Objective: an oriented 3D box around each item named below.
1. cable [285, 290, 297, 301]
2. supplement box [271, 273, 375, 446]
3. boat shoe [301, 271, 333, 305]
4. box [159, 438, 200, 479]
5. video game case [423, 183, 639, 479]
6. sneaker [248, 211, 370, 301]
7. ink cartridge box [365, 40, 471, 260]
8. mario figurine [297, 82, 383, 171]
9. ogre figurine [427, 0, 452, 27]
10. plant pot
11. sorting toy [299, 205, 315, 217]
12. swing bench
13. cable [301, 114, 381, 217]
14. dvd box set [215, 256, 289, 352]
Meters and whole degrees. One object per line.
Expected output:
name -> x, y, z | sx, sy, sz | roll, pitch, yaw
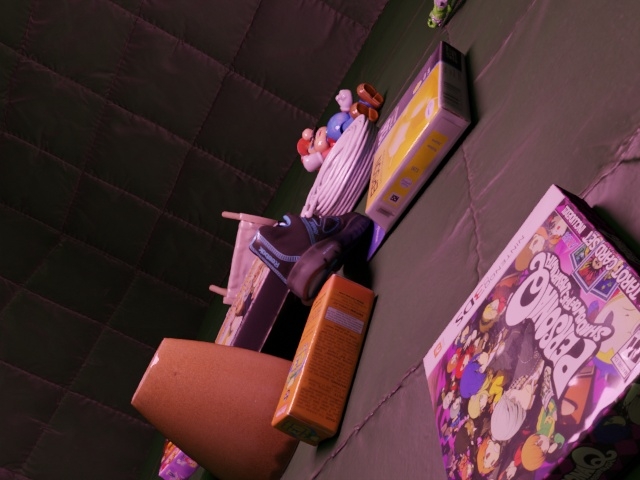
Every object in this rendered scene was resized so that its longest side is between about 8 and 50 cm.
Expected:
cable -> -0.041, 0.091, 1.496 | 0.287, 0.072, 0.139 | 106, 180, -78
supplement box -> 0.008, 0.169, 0.916 | 0.078, 0.080, 0.233 | -52, 16, 53
boat shoe -> -0.004, 0.072, 1.316 | 0.043, 0.049, 0.137 | -87, 22, -72
box -> -0.232, 0.385, 1.402 | 0.293, 0.057, 0.201 | -48, 10, -4
video game case -> 0.159, 0.088, 0.471 | 0.210, 0.042, 0.232 | -60, 11, 23
sneaker -> -0.008, -0.009, 1.134 | 0.125, 0.139, 0.341 | -58, -8, 18
ink cartridge box -> 0.148, -0.166, 1.116 | 0.307, 0.072, 0.303 | -53, 14, 34
mario figurine -> 0.026, -0.315, 1.786 | 0.198, 0.170, 0.320 | -25, -9, -42
ogre figurine -> 0.290, -0.578, 1.402 | 0.197, 0.097, 0.118 | -48, 2, 14
plant pot -> -0.174, 0.270, 1.061 | 0.237, 0.254, 0.237 | -59, 9, 16
sorting toy -> -0.067, -0.017, 1.903 | 0.208, 0.038, 0.193 | -61, 9, -20
swing bench -> -0.208, 0.055, 1.860 | 0.254, 0.165, 0.253 | -167, 89, -69
cable -> 0.062, -0.165, 1.480 | 0.257, 0.089, 0.257 | -52, 14, 43
dvd box set -> -0.147, 0.140, 1.431 | 0.308, 0.062, 0.420 | -64, 9, -3
